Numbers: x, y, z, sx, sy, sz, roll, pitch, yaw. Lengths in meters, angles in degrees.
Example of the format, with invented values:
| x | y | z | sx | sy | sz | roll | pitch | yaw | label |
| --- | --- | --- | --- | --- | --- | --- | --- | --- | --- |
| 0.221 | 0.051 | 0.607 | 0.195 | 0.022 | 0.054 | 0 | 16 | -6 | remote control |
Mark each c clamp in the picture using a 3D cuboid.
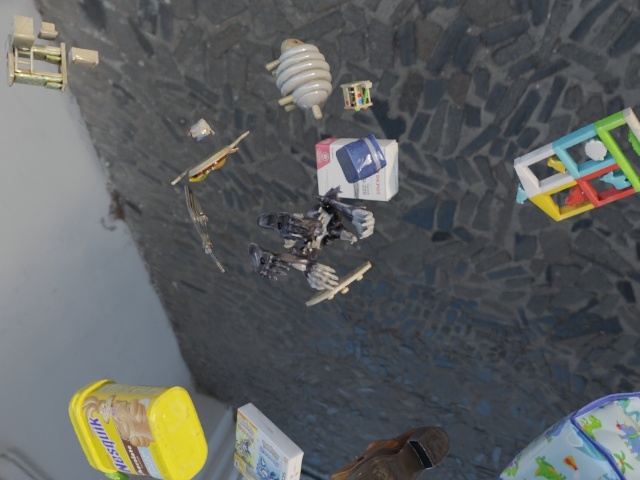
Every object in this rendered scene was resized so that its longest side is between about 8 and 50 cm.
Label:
| x | y | z | sx | sy | sz | roll | pitch | yaw | label |
| --- | --- | --- | --- | --- | --- | --- | --- | --- | --- |
| -0.231 | -0.031 | 1.071 | 0.022 | 0.160 | 0.137 | -24 | 130 | -2 | c clamp |

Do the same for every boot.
| x | y | z | sx | sy | sz | roll | pitch | yaw | label |
| --- | --- | --- | --- | --- | --- | --- | --- | --- | --- |
| 0.089 | 0.462 | 1.127 | 0.096 | 0.264 | 0.280 | 57 | 144 | 5 | boot |

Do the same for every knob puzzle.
| x | y | z | sx | sy | sz | roll | pitch | yaw | label |
| --- | --- | --- | --- | --- | --- | --- | --- | --- | --- |
| 0.048 | 0.118 | 1.380 | 0.213 | 0.213 | 0.030 | -32 | 90 | 49 | knob puzzle |

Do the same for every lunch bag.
| x | y | z | sx | sy | sz | roll | pitch | yaw | label |
| --- | --- | --- | --- | --- | --- | --- | --- | --- | --- |
| 0.073 | -0.142 | 0.970 | 0.067 | 0.065 | 0.098 | 66 | 170 | -6 | lunch bag |
| 0.262 | 0.200 | 0.506 | 0.096 | 0.151 | 0.128 | 55 | 138 | 30 | lunch bag |

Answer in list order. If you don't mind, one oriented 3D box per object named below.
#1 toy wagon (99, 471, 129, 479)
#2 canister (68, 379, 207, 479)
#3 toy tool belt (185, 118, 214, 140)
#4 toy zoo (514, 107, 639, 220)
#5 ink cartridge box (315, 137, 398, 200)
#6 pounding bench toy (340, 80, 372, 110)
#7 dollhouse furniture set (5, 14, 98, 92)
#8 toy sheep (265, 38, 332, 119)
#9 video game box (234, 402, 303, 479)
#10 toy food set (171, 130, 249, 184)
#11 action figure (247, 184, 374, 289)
| x | y | z | sx | sy | sz | roll | pitch | yaw | label |
| --- | --- | --- | --- | --- | --- | --- | --- | --- | --- |
| -0.456 | 0.659 | 1.207 | 0.345 | 0.267 | 0.068 | -2 | 146 | 41 | toy wagon |
| -0.239 | 0.248 | 0.730 | 0.170 | 0.073 | 0.126 | -8 | 104 | 35 | canister |
| -0.331 | -0.296 | 1.533 | 0.051 | 0.052 | 0.083 | 40 | 144 | -28 | toy tool belt |
| 0.562 | -0.146 | 1.207 | 0.293 | 0.030 | 0.192 | -26 | 121 | 41 | toy zoo |
| 0.104 | -0.203 | 1.578 | 0.218 | 0.092 | 0.158 | 6 | 114 | 25 | ink cartridge box |
| 0.095 | -0.344 | 1.329 | 0.083 | 0.052 | 0.065 | 25 | 130 | 58 | pounding bench toy |
| -0.555 | -0.381 | 1.179 | 0.182 | 0.101 | 0.161 | -2 | 176 | -35 | dollhouse furniture set |
| -0.026 | -0.239 | 0.825 | 0.091 | 0.091 | 0.132 | -24 | 86 | 46 | toy sheep |
| -0.129 | 0.523 | 1.331 | 0.205 | 0.048 | 0.187 | 28 | 118 | 41 | video game box |
| -0.247 | -0.177 | 1.286 | 0.192 | 0.132 | 0.038 | -27 | 108 | 22 | toy food set |
| 0.000 | 0.000 | 0.929 | 0.141 | 0.276 | 0.164 | 32 | 111 | 20 | action figure |
